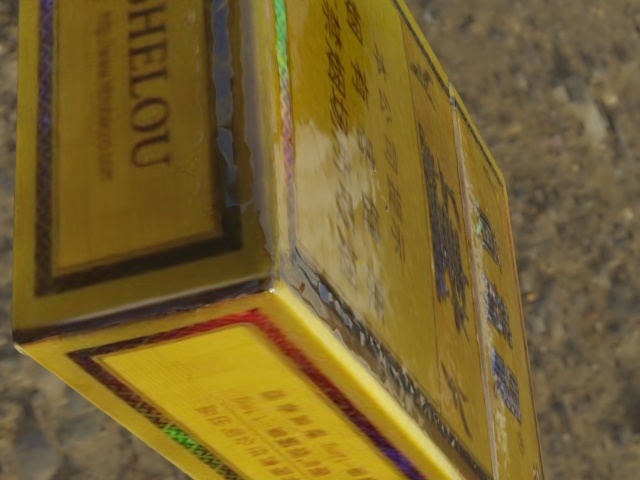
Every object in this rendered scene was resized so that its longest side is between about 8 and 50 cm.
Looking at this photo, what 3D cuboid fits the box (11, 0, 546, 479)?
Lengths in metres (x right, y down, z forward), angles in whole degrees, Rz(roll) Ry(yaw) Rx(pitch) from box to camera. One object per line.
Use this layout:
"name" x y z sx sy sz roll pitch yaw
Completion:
"box" 0.000 0.000 0.613 0.301 0.084 0.192 51 31 -56
